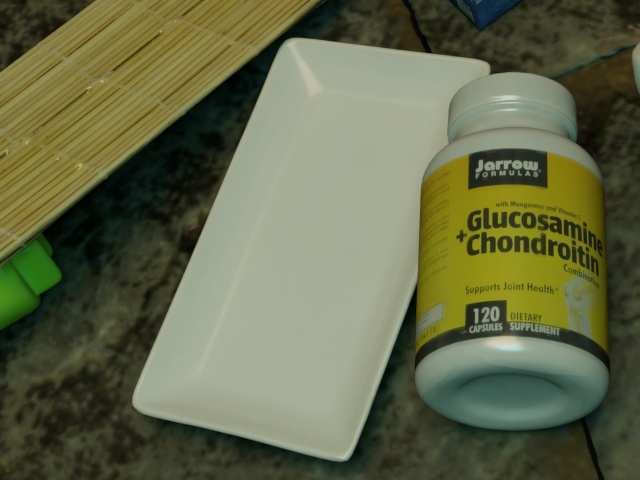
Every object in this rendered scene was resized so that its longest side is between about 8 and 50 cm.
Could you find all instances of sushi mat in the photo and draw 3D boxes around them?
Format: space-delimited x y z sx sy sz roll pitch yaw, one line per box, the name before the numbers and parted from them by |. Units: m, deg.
sushi mat | -0.138 -0.103 1.006 0.151 0.019 0.316 30 62 36

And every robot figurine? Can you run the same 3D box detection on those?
robot figurine | -0.221 0.030 0.970 0.115 0.067 0.101 -28 47 0

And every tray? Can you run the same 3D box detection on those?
tray | 0.000 0.000 0.937 0.145 0.030 0.270 11 64 23

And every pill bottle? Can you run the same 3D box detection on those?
pill bottle | 0.105 0.003 0.855 0.103 0.103 0.184 -5 60 16

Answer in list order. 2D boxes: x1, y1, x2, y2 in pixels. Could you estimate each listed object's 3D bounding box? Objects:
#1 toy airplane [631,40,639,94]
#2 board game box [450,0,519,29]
toy airplane | 0.353 -0.071 0.753 0.386 0.272 0.384 -28 17 11
board game box | 0.098 -0.246 1.045 0.136 0.035 0.201 -37 56 -5
